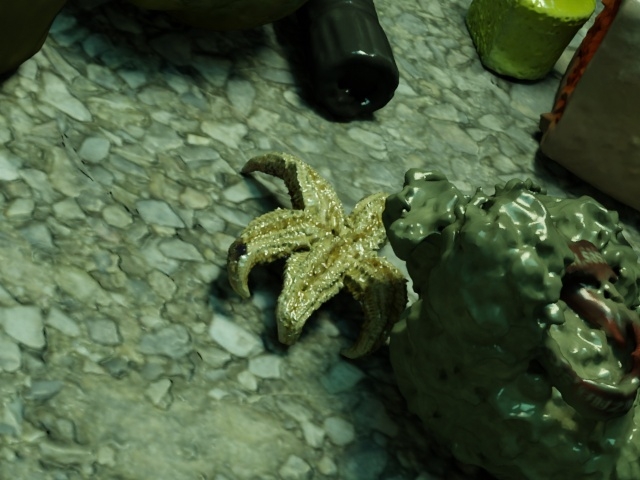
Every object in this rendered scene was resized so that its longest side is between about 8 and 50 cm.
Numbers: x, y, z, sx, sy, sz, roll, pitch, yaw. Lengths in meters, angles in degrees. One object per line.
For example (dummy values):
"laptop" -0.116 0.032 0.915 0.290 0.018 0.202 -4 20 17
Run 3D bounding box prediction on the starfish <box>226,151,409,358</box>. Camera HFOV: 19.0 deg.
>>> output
"starfish" 0.001 -0.002 1.617 0.216 0.071 0.238 47 33 13

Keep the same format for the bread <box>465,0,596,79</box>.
"bread" 0.221 -0.241 2.003 0.111 0.114 0.129 14 38 -22

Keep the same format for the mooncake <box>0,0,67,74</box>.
"mooncake" -0.344 -0.265 1.617 0.284 0.155 0.284 21 37 -17

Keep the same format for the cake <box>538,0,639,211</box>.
"cake" 0.379 -0.175 1.930 0.230 0.237 0.309 31 35 1

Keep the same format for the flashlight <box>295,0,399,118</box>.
"flashlight" 0.001 -0.284 1.934 0.103 0.103 0.424 10 43 -25

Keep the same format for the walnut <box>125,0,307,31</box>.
"walnut" -0.091 -0.330 1.761 0.253 0.277 0.282 55 37 -23

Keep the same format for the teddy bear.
"teddy bear" 0.196 0.050 1.570 0.357 0.224 0.367 41 31 -18
